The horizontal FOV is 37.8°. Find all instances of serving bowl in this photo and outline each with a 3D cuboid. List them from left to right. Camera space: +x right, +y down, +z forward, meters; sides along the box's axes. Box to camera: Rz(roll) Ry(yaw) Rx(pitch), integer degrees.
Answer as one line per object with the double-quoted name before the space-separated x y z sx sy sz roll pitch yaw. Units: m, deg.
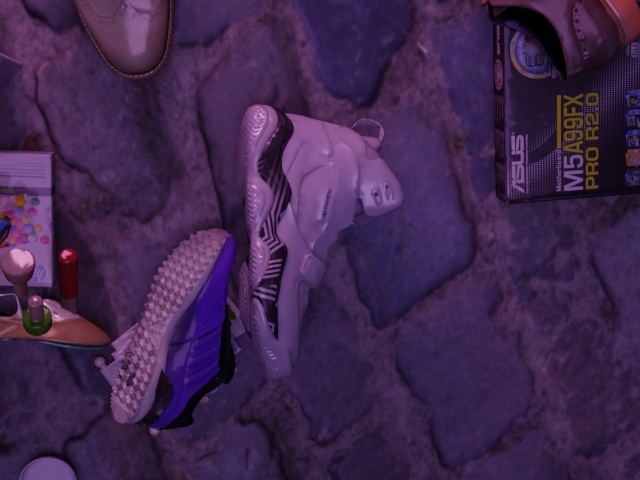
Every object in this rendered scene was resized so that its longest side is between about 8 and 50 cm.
"serving bowl" -0.402 0.354 1.386 0.083 0.027 0.083 -1 104 -5

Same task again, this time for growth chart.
"growth chart" -0.206 0.164 1.366 0.237 0.021 0.172 -42 105 5

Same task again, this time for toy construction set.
"toy construction set" -0.471 0.081 1.205 0.309 0.257 0.237 6 146 -9

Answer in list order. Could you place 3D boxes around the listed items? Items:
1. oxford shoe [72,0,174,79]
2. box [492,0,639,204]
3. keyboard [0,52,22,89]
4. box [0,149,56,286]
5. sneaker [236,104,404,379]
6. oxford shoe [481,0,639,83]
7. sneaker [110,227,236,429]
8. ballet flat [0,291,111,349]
"oxford shoe" -0.273 -0.395 1.163 0.140 0.146 0.397 -13 104 -3
"box" 0.356 -0.194 1.318 0.216 0.060 0.270 -4 103 -5
"keyboard" -0.497 -0.150 1.237 0.256 0.072 0.014 -45 86 5
"box" -0.440 -0.031 1.287 0.145 0.038 0.186 3 104 -6
"sneaker" 0.000 0.000 1.252 0.210 0.137 0.365 -1 84 -13
"oxford shoe" 0.247 -0.363 1.199 0.133 0.130 0.363 -41 85 -4
"sneaker" -0.172 0.130 1.305 0.146 0.102 0.293 27 87 -37
"ballet flat" -0.409 0.111 1.305 0.232 0.080 0.073 4 92 -7
